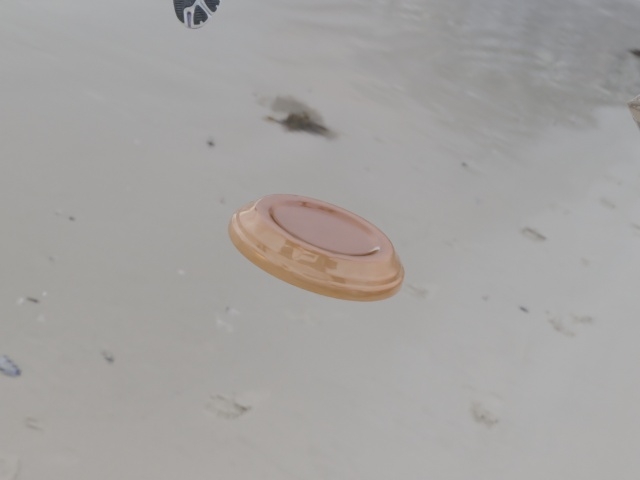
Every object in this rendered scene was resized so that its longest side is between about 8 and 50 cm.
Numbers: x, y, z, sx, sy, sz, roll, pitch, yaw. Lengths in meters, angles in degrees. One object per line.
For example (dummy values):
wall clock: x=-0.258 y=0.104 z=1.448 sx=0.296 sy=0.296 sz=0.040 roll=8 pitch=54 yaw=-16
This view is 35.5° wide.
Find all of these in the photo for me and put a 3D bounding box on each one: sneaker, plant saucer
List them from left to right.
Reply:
sneaker: x=-0.156 y=-0.349 z=1.337 sx=0.068 sy=0.071 sz=0.170 roll=6 pitch=64 yaw=0
plant saucer: x=0.000 y=0.000 z=1.074 sx=0.200 sy=0.037 sz=0.200 roll=17 pitch=22 yaw=-7

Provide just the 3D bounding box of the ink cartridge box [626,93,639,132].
ink cartridge box: x=0.341 y=-0.057 z=0.612 sx=0.193 sy=0.234 sz=0.088 roll=61 pitch=8 yaw=-8
